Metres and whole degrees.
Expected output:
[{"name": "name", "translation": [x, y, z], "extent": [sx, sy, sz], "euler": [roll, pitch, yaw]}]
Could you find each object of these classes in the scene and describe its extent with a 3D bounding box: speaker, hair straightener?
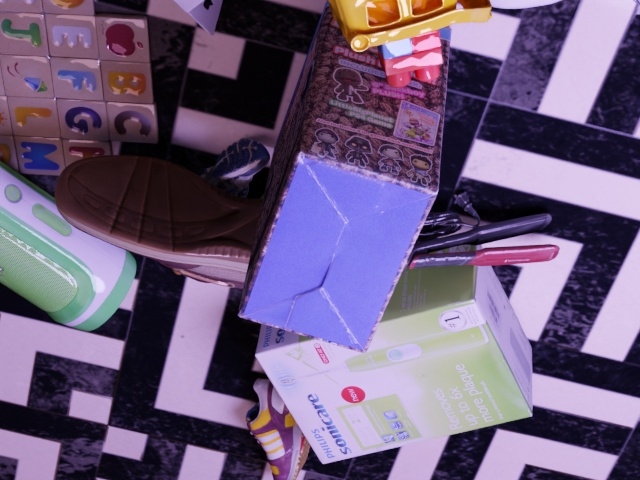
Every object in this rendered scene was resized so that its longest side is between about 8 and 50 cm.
[{"name": "speaker", "translation": [-0.363, -0.014, 1.898], "extent": [0.296, 0.131, 0.131], "euler": [36, 125, -26]}, {"name": "hair straightener", "translation": [0.157, -0.009, 1.882], "extent": [0.230, 0.089, 0.047], "euler": [-7, 158, -3]}]

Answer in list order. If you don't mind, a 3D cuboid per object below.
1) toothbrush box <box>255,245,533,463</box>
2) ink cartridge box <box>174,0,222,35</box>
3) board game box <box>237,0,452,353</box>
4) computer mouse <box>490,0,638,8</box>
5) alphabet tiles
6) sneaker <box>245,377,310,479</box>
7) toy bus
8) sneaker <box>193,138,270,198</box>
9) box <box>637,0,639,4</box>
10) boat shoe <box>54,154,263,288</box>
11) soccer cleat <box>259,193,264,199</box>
[{"name": "toothbrush box", "translation": [0.094, 0.138, 1.984], "extent": [0.283, 0.122, 0.206], "euler": [-14, 127, 20]}, {"name": "ink cartridge box", "translation": [-0.144, -0.307, 1.643], "extent": [0.061, 0.104, 0.181], "euler": [-31, 121, 29]}, {"name": "board game box", "translation": [0.029, -0.074, 1.697], "extent": [0.141, 0.291, 0.232], "euler": [17, 130, -6]}, {"name": "computer mouse", "translation": [0.242, -0.273, 1.666], "extent": [0.193, 0.042, 0.106], "euler": [-11, 129, 15]}, {"name": "alphabet tiles", "translation": [-0.357, -0.188, 1.832], "extent": [0.342, 0.011, 0.285], "euler": [3, 130, 4]}, {"name": "sneaker", "translation": [-0.058, 0.252, 2.142], "extent": [0.084, 0.069, 0.185], "euler": [16, 128, 10]}, {"name": "toy bus", "translation": [0.105, -0.262, 1.584], "extent": [0.220, 0.149, 0.211], "euler": [-16, 119, -4]}, {"name": "sneaker", "translation": [-0.101, -0.070, 1.881], "extent": [0.135, 0.052, 0.058], "euler": [-27, 127, 38]}, {"name": "box", "translation": [0.403, -0.310, 1.584], "extent": [0.233, 0.059, 0.183], "euler": [-29, 123, 17]}, {"name": "boat shoe", "translation": [-0.138, 0.002, 1.847], "extent": [0.342, 0.123, 0.123], "euler": [12, 145, -11]}, {"name": "soccer cleat", "translation": [0.000, 0.000, 1.924], "extent": [0.179, 0.060, 0.072], "euler": [30, 137, -10]}]
